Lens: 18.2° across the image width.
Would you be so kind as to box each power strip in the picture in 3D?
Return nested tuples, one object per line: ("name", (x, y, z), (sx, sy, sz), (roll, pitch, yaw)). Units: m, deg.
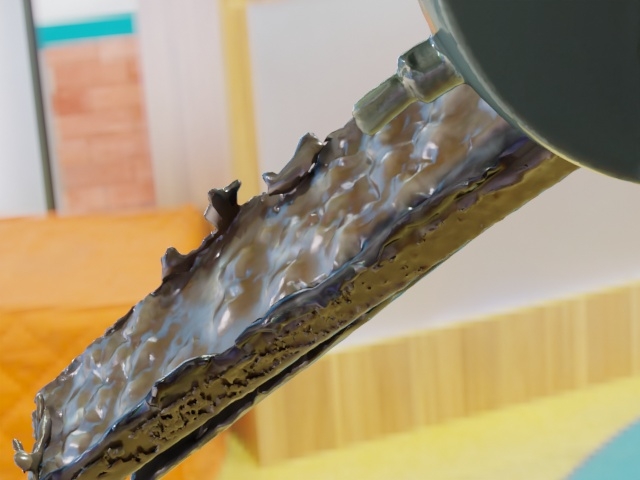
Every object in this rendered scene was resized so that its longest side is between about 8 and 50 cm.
("power strip", (0.103, -0.125, 0.636), (0.167, 0.253, 0.054), (28, 19, -21))

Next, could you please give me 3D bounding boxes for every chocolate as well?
("chocolate", (0.004, 0.005, 0.810), (0.329, 0.065, 0.102), (-38, 37, 20))
